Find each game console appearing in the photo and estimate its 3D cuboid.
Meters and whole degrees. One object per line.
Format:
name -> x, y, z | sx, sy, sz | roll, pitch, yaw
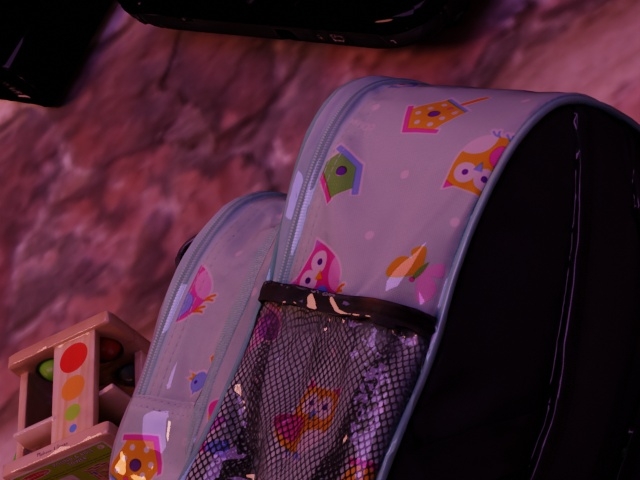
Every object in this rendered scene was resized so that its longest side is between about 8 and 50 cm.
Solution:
game console -> -0.056, -0.157, 0.923 | 0.361, 0.044, 0.213 | 11, 68, 42

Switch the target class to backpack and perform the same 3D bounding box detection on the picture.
backpack -> 0.036, 0.043, 0.611 | 0.144, 0.166, 0.188 | 16, 77, 41

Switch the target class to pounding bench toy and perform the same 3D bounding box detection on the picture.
pounding bench toy -> -0.102, 0.075, 0.784 | 0.083, 0.052, 0.065 | -25, 47, 23

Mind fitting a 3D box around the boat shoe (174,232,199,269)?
boat shoe -> 0.000, 0.000, 0.767 | 0.125, 0.038, 0.046 | -14, 52, 31
